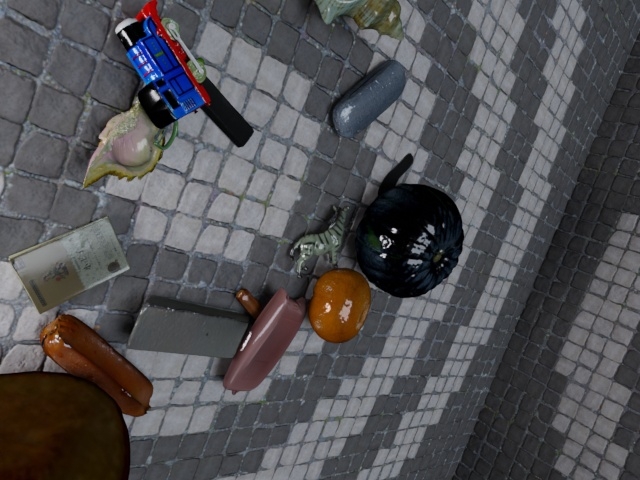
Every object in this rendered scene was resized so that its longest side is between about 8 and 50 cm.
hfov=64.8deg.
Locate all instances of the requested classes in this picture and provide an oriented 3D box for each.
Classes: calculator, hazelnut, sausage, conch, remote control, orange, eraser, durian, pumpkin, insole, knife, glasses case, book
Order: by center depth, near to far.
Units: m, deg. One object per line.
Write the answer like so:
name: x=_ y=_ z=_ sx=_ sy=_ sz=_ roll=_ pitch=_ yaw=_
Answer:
hazelnut: x=-0.556 y=0.440 z=0.899 sx=0.429 sy=0.402 sz=0.402 roll=-2 pitch=110 yaw=-54
durian: x=-0.393 y=-0.174 z=0.973 sx=0.224 sy=0.078 sz=0.140 roll=-54 pitch=149 yaw=-38
book: x=-0.501 y=0.048 z=1.028 sx=0.198 sy=0.016 sz=0.139 roll=-30 pitch=126 yaw=-30
knife: x=-0.282 y=-0.279 z=1.036 sx=0.212 sy=0.015 sz=0.054 roll=-69 pitch=156 yaw=-11
sausage: x=-0.478 y=0.279 z=1.098 sx=0.102 sy=0.102 sz=0.330 roll=-44 pitch=132 yaw=-20
remote control: x=-0.234 y=-0.303 z=1.118 sx=0.063 sy=0.025 sz=0.245 roll=-59 pitch=136 yaw=-13
conch: x=0.050 y=-0.591 z=1.176 sx=0.386 sy=0.169 sz=0.203 roll=27 pitch=62 yaw=-13
eraser: x=-0.310 y=0.216 z=1.242 sx=0.352 sy=0.077 sz=0.111 roll=21 pitch=96 yaw=-46
sausage: x=-0.186 y=0.177 z=1.363 sx=0.039 sy=0.041 sz=0.131 roll=-42 pitch=132 yaw=-14
glasses case: x=0.139 y=-0.393 z=1.397 sx=0.282 sy=0.067 sz=0.109 roll=-46 pitch=136 yaw=-21
calculator: x=-0.151 y=0.294 z=1.413 sx=0.330 sy=0.048 sz=0.220 roll=-57 pitch=154 yaw=-2
orange: x=0.051 y=0.190 z=1.487 sx=0.224 sy=0.170 sz=0.224 roll=-44 pitch=144 yaw=-46
pumpkin: x=0.276 y=0.005 z=1.561 sx=0.363 sy=0.266 sz=0.364 roll=-25 pitch=128 yaw=-36
insole: x=0.241 y=-0.208 z=1.617 sx=0.188 sy=0.004 sz=0.064 roll=-49 pitch=134 yaw=-16

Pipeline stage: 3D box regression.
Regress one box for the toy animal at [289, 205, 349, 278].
toy animal: x=0.004 y=0.001 z=1.446 sx=0.216 sy=0.073 sz=0.176 roll=-18 pitch=114 yaw=-32

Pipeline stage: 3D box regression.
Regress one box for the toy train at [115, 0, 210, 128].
toy train: x=-0.299 y=-0.327 z=0.950 sx=0.131 sy=0.082 sz=0.204 roll=-42 pitch=111 yaw=-32
